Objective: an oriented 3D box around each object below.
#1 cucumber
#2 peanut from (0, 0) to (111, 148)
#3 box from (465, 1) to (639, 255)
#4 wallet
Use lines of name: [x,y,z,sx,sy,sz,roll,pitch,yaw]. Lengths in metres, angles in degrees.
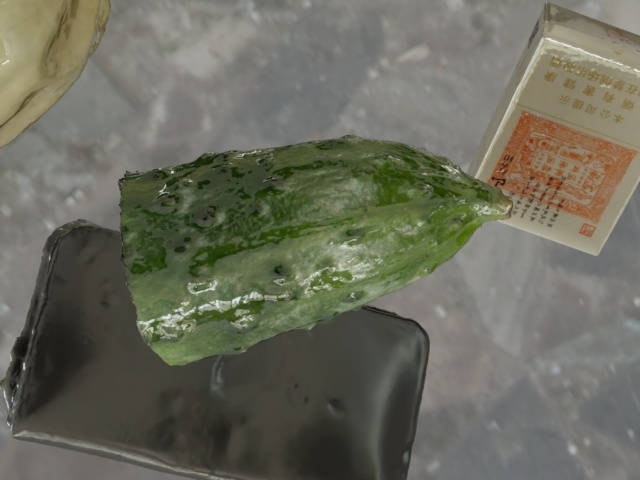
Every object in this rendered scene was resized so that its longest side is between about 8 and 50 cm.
cucumber: [-0.001,-0.003,1.108,0.244,0.134,0.134,-11,57,11]
peanut: [-0.167,-0.084,0.626,0.136,0.120,0.298,-43,21,-31]
box: [0.221,-0.094,1.556,0.141,0.201,0.058,20,39,-6]
wallet: [-0.078,0.113,1.514,0.051,0.377,0.197,-18,59,61]
